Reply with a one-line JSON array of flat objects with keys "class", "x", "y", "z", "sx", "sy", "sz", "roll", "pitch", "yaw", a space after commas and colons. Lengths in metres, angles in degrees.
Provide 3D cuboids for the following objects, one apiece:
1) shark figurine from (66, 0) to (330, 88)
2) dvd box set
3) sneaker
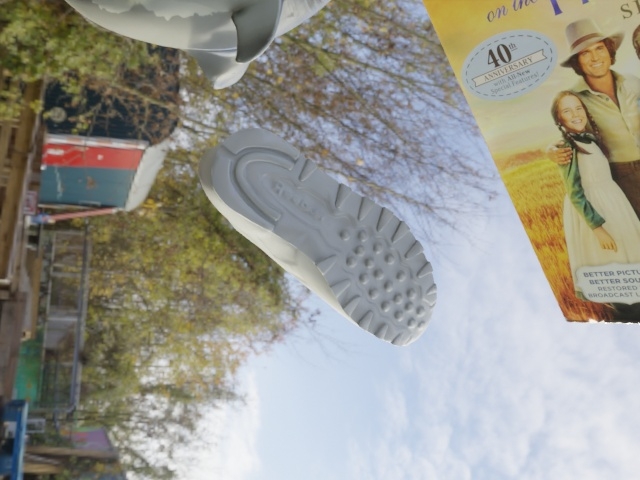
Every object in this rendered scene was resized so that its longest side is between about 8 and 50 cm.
[{"class": "shark figurine", "x": -0.109, "y": -0.166, "z": 0.466, "sx": 0.116, "sy": 0.278, "sz": 0.166, "roll": 85, "pitch": 11, "yaw": -62}, {"class": "dvd box set", "x": 0.272, "y": -0.115, "z": 0.497, "sx": 0.308, "sy": 0.062, "sz": 0.420, "roll": -8, "pitch": -63, "yaw": 51}, {"class": "sneaker", "x": 0.000, "y": 0.000, "z": 0.516, "sx": 0.090, "sy": 0.235, "sz": 0.095, "roll": -52, "pitch": -164, "yaw": -19}]
